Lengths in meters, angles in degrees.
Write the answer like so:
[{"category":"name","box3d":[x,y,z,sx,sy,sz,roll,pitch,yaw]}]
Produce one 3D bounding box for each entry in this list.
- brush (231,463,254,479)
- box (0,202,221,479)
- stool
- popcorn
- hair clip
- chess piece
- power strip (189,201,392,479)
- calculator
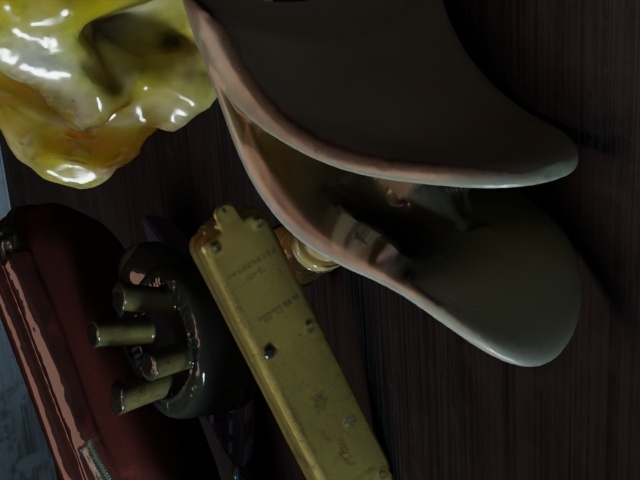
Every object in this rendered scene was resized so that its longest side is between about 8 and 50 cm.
[{"category":"brush","box3d":[-0.063,0.314,1.811,0.051,0.014,0.164,98,151,-53]},{"category":"box","box3d":[-0.230,0.146,1.780,0.404,0.108,0.263,66,-169,16]},{"category":"stool","box3d":[-0.155,0.095,1.664,0.228,0.139,0.153,24,114,52]},{"category":"popcorn","box3d":[-0.182,-0.257,1.200,0.390,0.344,0.354,-59,13,22]},{"category":"hair clip","box3d":[0.054,-0.053,0.952,0.282,0.172,0.113,45,138,39]},{"category":"chess piece","box3d":[-0.001,0.000,1.311,0.172,0.060,0.060,151,105,-70]},{"category":"power strip","box3d":[-0.020,0.104,1.329,0.044,0.064,0.305,5,125,64]},{"category":"calculator","box3d":[-0.128,0.113,1.825,0.194,0.043,0.294,95,151,-44]}]
